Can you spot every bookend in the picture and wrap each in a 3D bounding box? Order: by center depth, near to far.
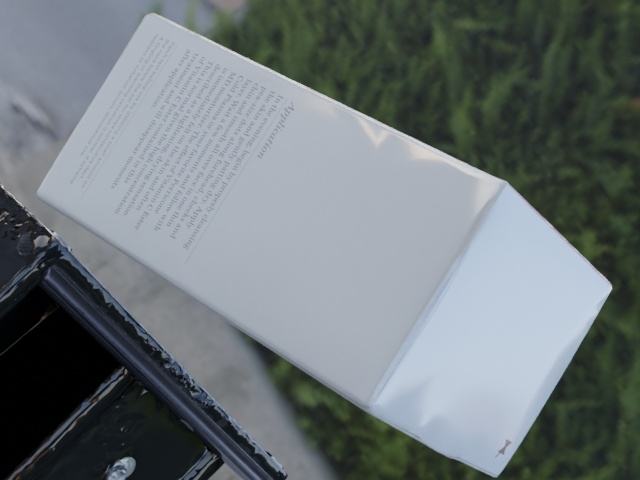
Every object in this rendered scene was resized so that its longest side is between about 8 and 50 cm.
[{"bbox_3d":[-0.115,0.076,0.431,0.072,0.157,0.156,39,-11,39],"label":"bookend"}]

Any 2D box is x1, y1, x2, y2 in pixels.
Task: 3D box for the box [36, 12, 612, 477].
[{"bbox_3d":[0.000,0.000,1.018,0.345,0.168,0.215,30,-3,35],"label":"box"}]
